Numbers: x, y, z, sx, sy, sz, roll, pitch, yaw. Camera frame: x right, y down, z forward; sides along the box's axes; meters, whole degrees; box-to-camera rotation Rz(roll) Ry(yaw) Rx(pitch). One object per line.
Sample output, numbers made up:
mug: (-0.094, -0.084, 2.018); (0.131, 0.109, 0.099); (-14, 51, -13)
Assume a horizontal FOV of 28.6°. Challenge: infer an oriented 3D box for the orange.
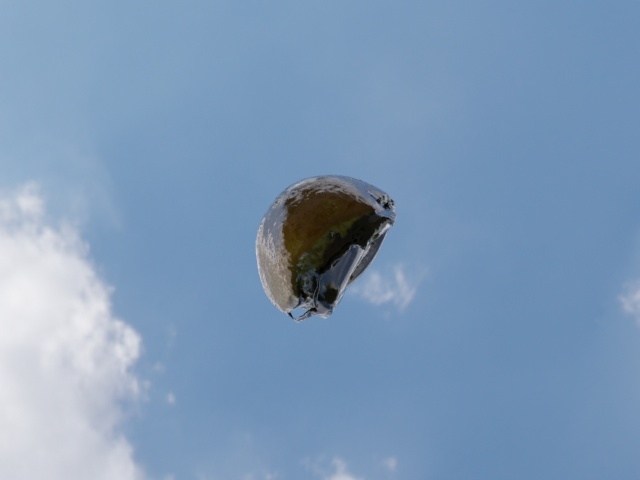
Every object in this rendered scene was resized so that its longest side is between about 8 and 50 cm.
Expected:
orange: (0.000, 0.000, 1.141); (0.112, 0.170, 0.160); (43, -127, -4)
